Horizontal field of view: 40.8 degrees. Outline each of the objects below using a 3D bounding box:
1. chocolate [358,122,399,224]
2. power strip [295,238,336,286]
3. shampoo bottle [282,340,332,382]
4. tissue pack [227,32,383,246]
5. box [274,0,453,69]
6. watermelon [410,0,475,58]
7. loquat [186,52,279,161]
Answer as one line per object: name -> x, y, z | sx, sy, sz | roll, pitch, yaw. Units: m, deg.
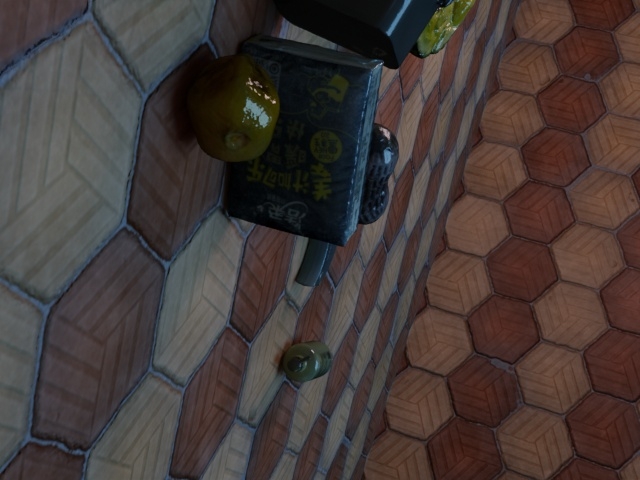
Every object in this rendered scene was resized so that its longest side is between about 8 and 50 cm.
chocolate -> 0.104, -0.138, 1.784 | 0.248, 0.110, 0.110 | 97, 17, -46
power strip -> 0.000, 0.000, 1.673 | 0.137, 0.044, 0.216 | -46, 148, -61
shampoo bottle -> -0.032, 0.246, 1.743 | 0.162, 0.079, 0.079 | 10, 96, -74
tissue pack -> -0.027, -0.134, 1.173 | 0.081, 0.185, 0.257 | -48, 150, -58
box -> 0.046, -0.344, 1.158 | 0.135, 0.243, 0.163 | -60, 164, -4
watermelon -> 0.185, -0.503, 1.554 | 0.331, 0.189, 0.331 | -44, 153, -29
loquat -> -0.102, -0.162, 1.034 | 0.137, 0.113, 0.137 | -6, 90, -80
